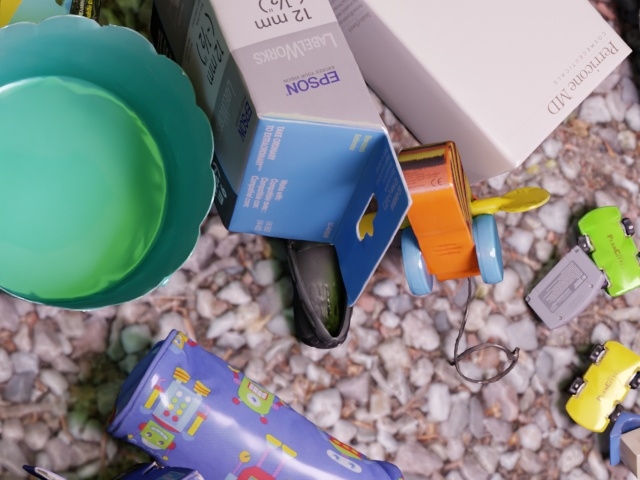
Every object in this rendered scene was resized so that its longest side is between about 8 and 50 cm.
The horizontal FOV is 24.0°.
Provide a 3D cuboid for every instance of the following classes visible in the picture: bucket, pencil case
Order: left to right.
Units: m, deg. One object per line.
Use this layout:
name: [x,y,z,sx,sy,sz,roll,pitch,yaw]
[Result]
bucket: [-0.243,-0.064,1.432,0.281,0.183,0.281,2,84,-16]
pencil case: [-0.058,0.207,1.487,0.306,0.133,0.119,32,119,-10]

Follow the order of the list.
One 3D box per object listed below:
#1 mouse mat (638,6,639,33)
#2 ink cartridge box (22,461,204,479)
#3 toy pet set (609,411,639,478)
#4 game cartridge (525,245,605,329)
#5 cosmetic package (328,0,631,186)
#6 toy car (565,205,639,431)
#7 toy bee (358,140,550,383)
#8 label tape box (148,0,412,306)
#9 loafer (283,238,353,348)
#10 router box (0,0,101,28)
mouse mat: [0.423,-0.206,1.672,0.153,0.007,0.189,-24,122,-17]
ink cartridge box: [-0.130,0.354,1.372,0.151,0.270,0.395,-30,93,-19]
toy pet set: [0.336,0.251,1.635,0.122,0.065,0.114,-18,124,-14]
game cartridge: [0.265,0.053,1.613,0.083,0.017,0.056,-48,55,18]
cosmetic package: [0.117,-0.255,1.567,0.365,0.155,0.197,46,74,-5]
toy car: [0.345,0.070,1.636,0.239,0.053,0.225,-23,81,0]
toy bee: [0.124,-0.010,1.541,0.195,0.298,0.162,4,47,-4]
label tape box: [-0.050,-0.123,1.411,0.115,0.249,0.347,-16,71,-17]
loafer: [0.000,0.000,1.545,0.076,0.078,0.223,-5,85,-16]
router box: [-0.283,-0.280,1.514,0.133,0.046,0.179,8,82,-14]
